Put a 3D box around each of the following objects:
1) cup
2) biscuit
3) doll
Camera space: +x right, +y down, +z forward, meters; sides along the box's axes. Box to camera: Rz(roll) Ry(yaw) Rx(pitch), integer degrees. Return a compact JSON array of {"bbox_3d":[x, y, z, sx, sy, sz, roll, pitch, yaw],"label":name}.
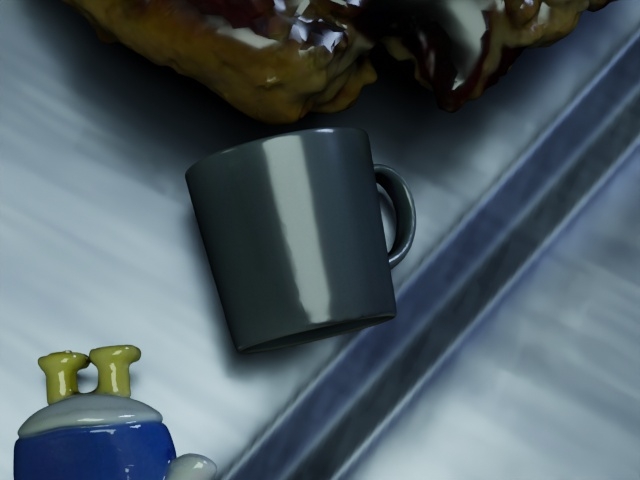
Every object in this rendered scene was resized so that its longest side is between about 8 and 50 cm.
[{"bbox_3d":[0.000,0.000,0.602,0.100,0.078,0.077,-8,81,-33],"label":"cup"},{"bbox_3d":[0.021,-0.187,0.640,0.289,0.081,0.334,39,67,13],"label":"biscuit"},{"bbox_3d":[-0.085,0.112,0.566,0.098,0.057,0.143,-11,77,11],"label":"doll"}]
